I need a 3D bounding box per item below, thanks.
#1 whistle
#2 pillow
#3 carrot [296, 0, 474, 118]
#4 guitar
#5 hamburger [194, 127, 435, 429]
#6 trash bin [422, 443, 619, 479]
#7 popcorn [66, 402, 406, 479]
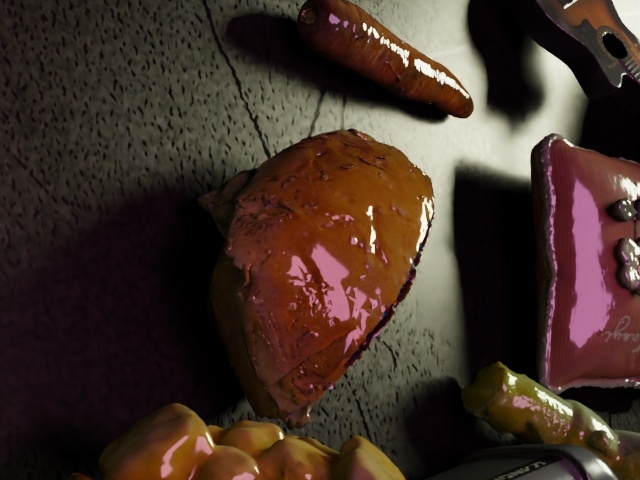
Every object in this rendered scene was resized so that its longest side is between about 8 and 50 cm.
[{"bbox_3d":[0.174,0.129,0.922,0.198,0.104,0.057,33,70,-21],"label":"whistle"},{"bbox_3d":[0.205,0.020,0.985,0.179,0.075,0.171,7,82,-44],"label":"pillow"},{"bbox_3d":[0.044,-0.103,0.870,0.165,0.035,0.036,24,64,-45],"label":"carrot"},{"bbox_3d":[0.217,-0.098,1.007,0.233,0.025,0.088,52,42,0],"label":"guitar"},{"bbox_3d":[-0.005,-0.001,0.751,0.102,0.087,0.176,51,51,-30],"label":"hamburger"},{"bbox_3d":[0.087,0.210,0.801,0.236,0.101,0.177,-7,89,-45],"label":"trash bin"},{"bbox_3d":[-0.030,0.162,0.650,0.163,0.140,0.194,-29,93,-15],"label":"popcorn"}]
